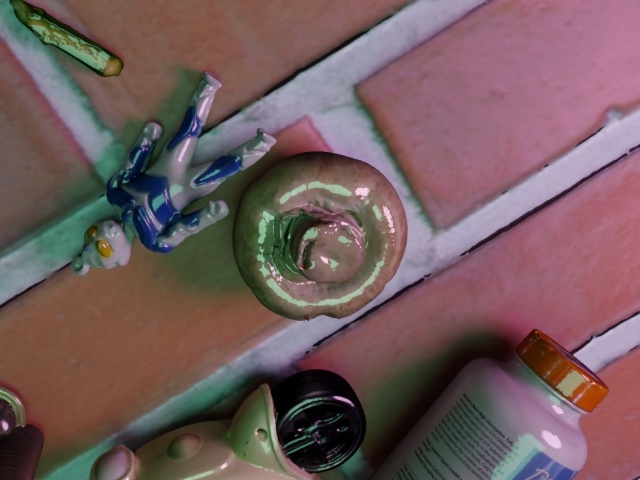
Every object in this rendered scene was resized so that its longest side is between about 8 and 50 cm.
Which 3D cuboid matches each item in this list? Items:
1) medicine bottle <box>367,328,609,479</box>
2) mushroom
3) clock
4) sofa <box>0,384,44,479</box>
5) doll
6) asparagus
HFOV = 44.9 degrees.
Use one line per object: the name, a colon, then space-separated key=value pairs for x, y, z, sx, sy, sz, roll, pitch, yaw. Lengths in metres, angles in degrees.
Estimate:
medicine bottle: x=0.174 y=0.234 z=0.827 sx=0.157 sy=0.157 sz=0.289 roll=34 pitch=101 yaw=-20
mushroom: x=0.000 y=0.000 z=0.725 sx=0.166 sy=0.127 sz=0.166 roll=-2 pitch=115 yaw=-5
clock: x=-0.103 y=0.316 z=0.830 sx=0.276 sy=0.120 sz=0.379 roll=0 pitch=111 yaw=-16
sofa: x=-0.399 y=0.221 z=0.693 sx=0.258 sy=0.200 sz=0.182 roll=17 pitch=108 yaw=-15
doll: x=-0.147 y=-0.040 z=0.711 sx=0.227 sy=0.057 sz=0.114 roll=-45 pitch=83 yaw=12
asparagus: x=-0.223 y=-0.176 z=0.673 sx=0.108 sy=0.021 sz=0.025 roll=31 pitch=103 yaw=-19
